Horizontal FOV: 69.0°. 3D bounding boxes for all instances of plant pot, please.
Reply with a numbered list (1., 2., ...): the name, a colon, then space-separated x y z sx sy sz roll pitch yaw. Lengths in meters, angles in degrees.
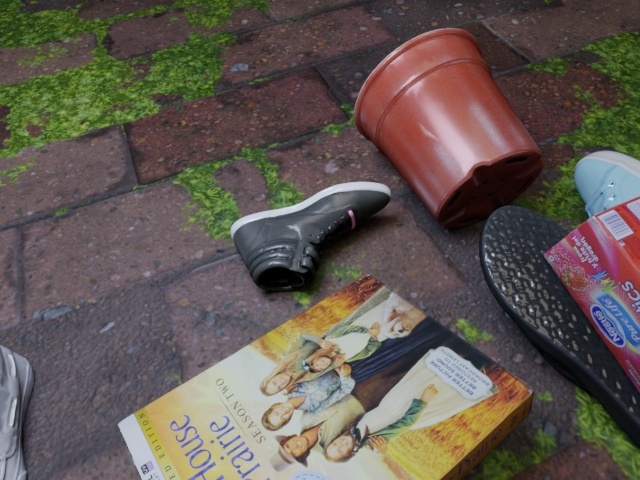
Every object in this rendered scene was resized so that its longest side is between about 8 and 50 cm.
1. plant pot: 0.240 -0.184 0.849 0.273 0.272 0.264 -19 63 -11

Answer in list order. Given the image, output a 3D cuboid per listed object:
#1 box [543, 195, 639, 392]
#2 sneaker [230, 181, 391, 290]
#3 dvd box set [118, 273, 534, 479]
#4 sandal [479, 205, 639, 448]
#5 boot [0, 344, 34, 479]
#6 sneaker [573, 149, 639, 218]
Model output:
1. box: 0.436 0.079 0.595 0.128 0.122 0.256 -20 67 -16
2. sneaker: 0.000 0.000 0.809 0.296 0.104 0.146 -18 55 -3
3. dvd box set: 0.003 0.224 0.584 0.421 0.062 0.308 -27 40 -25
4. sandal: 0.382 0.143 0.687 0.168 0.107 0.445 -27 69 -18
5. boot: -0.461 0.256 0.619 0.095 0.123 0.258 -14 53 -7
6. sneaker: 0.500 -0.007 0.761 0.150 0.135 0.365 -10 52 -8
